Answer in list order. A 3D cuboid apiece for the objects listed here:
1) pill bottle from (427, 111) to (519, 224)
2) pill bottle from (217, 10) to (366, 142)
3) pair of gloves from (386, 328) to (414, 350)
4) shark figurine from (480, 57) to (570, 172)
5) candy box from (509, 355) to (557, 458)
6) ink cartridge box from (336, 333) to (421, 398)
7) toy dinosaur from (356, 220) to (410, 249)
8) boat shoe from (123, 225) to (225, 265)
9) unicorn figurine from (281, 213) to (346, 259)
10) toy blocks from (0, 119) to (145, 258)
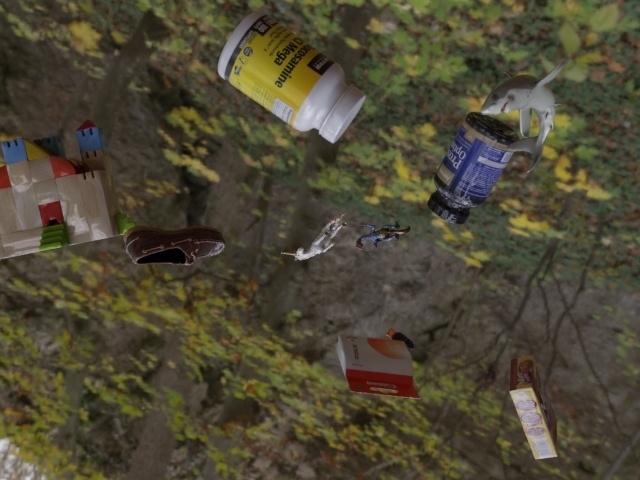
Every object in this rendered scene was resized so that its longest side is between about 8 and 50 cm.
[{"bbox_3d":[0.314,-0.148,1.592,0.122,0.219,0.123,21,-154,-11],"label":"pill bottle"},{"bbox_3d":[-0.065,-0.387,1.830,0.334,0.188,0.188,35,-167,2],"label":"pill bottle"},{"bbox_3d":[0.167,0.247,1.721,0.074,0.083,0.010,30,159,27],"label":"pair of gloves"},{"bbox_3d":[0.362,-0.248,1.345,0.116,0.166,0.278,46,-171,31],"label":"shark figurine"},{"bbox_3d":[0.445,0.348,1.580,0.053,0.187,0.109,-16,-157,24],"label":"candy box"},{"bbox_3d":[0.115,0.247,1.510,0.145,0.045,0.179,8,-165,-11],"label":"ink cartridge box"},{"bbox_3d":[0.108,-0.004,1.382,0.082,0.047,0.090,-19,157,39],"label":"toy dinosaur"},{"bbox_3d":[-0.269,0.018,1.437,0.206,0.073,0.073,-2,-134,-36],"label":"boat shoe"},{"bbox_3d":[0.000,0.000,1.867,0.162,0.111,0.060,-33,-92,-40],"label":"unicorn figurine"},{"bbox_3d":[-0.599,-0.111,1.640,0.381,0.261,0.191,-11,-177,2],"label":"toy blocks"}]
